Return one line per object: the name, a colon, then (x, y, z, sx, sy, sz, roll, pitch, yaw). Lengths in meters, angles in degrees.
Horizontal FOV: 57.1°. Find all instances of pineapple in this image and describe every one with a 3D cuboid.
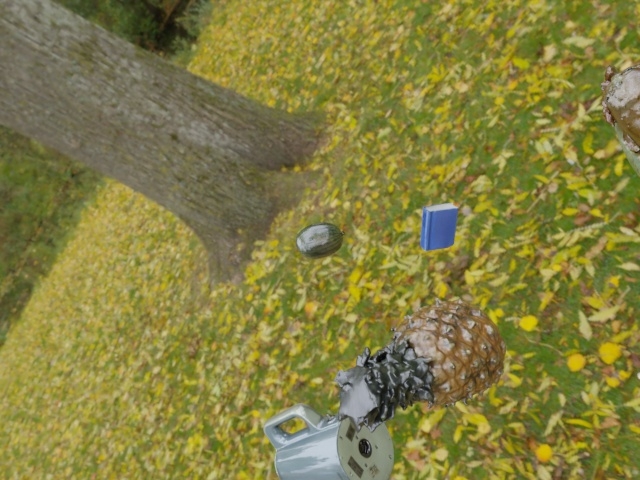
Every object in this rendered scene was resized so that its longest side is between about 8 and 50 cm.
pineapple: (0.127, 0.184, 0.817, 0.157, 0.278, 0.158, 25, 123, 46)

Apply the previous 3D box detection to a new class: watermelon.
watermelon: (0.000, 0.000, 1.288, 0.110, 0.078, 0.078, -13, 38, -3)

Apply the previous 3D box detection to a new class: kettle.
kettle: (-0.003, 0.437, 1.244, 0.243, 0.210, 0.160, -29, 15, 41)

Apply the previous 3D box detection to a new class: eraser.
eraser: (0.223, -0.025, 1.111, 0.027, 0.063, 0.085, -122, 27, -56)

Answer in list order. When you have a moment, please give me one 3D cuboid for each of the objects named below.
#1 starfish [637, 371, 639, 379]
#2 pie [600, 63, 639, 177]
starfish: (0.360, 0.034, 0.413, 0.295, 0.048, 0.231, -14, 49, 11)
pie: (0.397, -0.061, 0.587, 0.105, 0.257, 0.274, -35, 72, 37)
